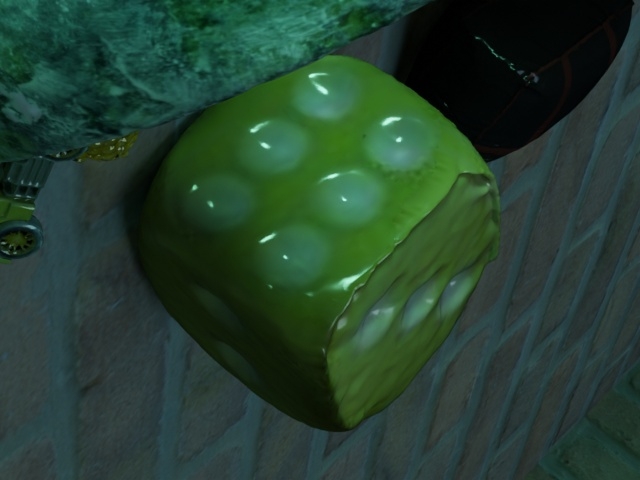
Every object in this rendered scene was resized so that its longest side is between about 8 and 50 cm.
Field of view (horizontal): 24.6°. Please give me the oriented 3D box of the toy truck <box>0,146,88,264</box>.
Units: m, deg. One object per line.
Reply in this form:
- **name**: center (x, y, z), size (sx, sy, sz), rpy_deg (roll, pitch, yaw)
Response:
- **toy truck**: center (-0.208, -0.074, 0.887), size (0.116, 0.085, 0.191), rpy_deg (8, 136, -28)

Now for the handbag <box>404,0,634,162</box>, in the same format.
- **handbag**: center (0.189, -0.179, 1.451), size (0.215, 0.155, 0.169), rpy_deg (-36, 166, -37)

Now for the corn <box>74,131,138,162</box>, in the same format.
- **corn**: center (-0.144, -0.150, 0.944), size (0.081, 0.081, 0.248), rpy_deg (-35, 152, -37)

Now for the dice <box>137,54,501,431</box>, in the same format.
- **dice**: center (0.000, 0.000, 1.247), size (0.238, 0.226, 0.233), rpy_deg (-46, 156, -19)

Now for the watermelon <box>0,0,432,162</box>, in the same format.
- **watermelon**: center (-0.103, -0.188, 0.732), size (0.258, 0.387, 0.228), rpy_deg (-52, 128, -48)
